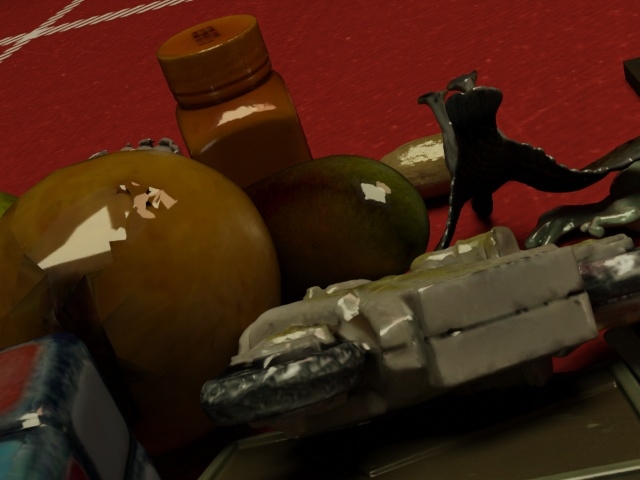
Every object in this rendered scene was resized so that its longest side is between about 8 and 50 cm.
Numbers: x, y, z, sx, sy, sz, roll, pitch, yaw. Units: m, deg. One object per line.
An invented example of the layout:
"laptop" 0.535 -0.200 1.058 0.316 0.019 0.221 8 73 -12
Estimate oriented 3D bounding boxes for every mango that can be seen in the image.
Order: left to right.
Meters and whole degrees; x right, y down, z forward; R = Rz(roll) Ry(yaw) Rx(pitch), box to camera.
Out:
"mango" 0.000 0.000 0.785 0.111 0.133 0.268 -19 4 -37

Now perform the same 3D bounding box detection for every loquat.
"loquat" -0.142 0.047 0.704 0.235 0.235 0.235 -15 29 8

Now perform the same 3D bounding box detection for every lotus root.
"lotus root" 0.116 -0.074 0.938 0.151 0.062 0.073 -13 6 8

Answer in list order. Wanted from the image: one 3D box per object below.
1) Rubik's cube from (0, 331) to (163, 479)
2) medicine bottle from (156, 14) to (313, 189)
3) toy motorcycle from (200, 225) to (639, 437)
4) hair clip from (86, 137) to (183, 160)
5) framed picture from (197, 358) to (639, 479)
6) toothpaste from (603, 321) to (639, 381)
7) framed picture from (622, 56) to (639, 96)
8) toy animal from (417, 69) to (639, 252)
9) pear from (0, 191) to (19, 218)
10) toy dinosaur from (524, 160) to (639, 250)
"Rubik's cube" -0.171 0.251 0.308 0.293 0.291 0.287 -18 28 6
"medicine bottle" -0.075 -0.100 0.930 0.112 0.222 0.149 -21 28 -3
"toy motorcycle" 0.072 0.062 0.633 0.341 0.107 0.223 -15 -5 -19
"hair clip" -0.246 -0.052 1.109 0.173 0.069 0.300 -17 18 1
"framed picture" 0.055 0.131 0.569 0.290 0.020 0.211 -14 4 10
"toothpaste" 0.305 0.038 0.654 0.216 0.037 0.062 -25 36 -4
"framed picture" 0.418 -0.180 0.977 0.169 0.023 0.128 -14 29 9
"toy animal" 0.148 -0.068 0.807 0.273 0.160 0.197 -26 14 1
"pear" -0.326 0.054 0.830 0.269 0.212 0.212 -10 26 -16
"toy dinosaur" 0.301 -0.066 0.813 0.167 0.053 0.242 3 43 47
